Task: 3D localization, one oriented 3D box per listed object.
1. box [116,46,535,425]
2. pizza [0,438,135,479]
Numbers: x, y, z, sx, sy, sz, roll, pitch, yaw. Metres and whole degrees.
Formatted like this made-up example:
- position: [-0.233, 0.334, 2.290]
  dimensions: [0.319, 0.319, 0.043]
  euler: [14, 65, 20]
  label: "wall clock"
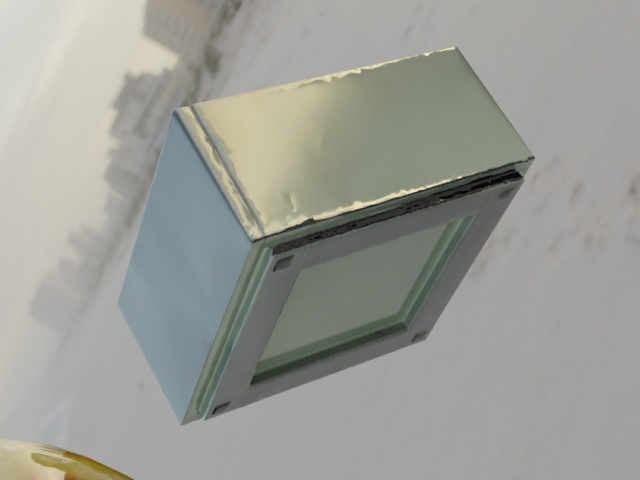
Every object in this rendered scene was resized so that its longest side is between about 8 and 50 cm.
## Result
- position: [0.000, 0.000, 0.942]
  dimensions: [0.225, 0.117, 0.225]
  euler: [-16, -29, -29]
  label: "box"
- position: [-0.098, 0.115, 0.429]
  dimensions: [0.204, 0.188, 0.080]
  euler: [-11, -70, -66]
  label: "pizza"
